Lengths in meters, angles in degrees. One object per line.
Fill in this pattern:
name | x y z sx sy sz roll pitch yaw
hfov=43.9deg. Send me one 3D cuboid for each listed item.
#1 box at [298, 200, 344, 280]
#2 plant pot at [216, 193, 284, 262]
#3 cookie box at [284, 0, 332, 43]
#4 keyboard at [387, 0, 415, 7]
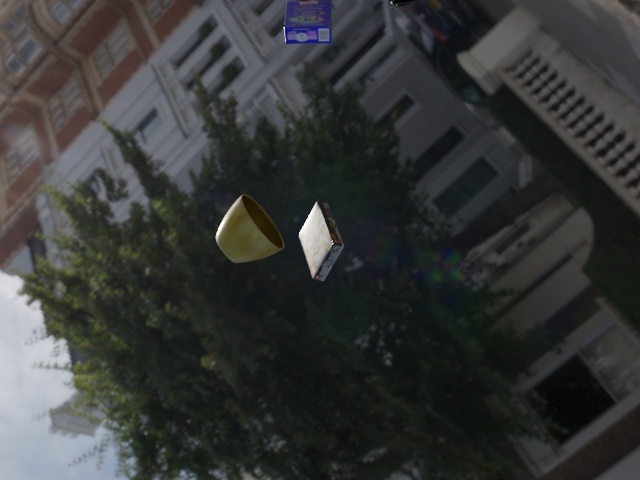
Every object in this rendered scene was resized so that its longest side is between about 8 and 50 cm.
box | 0.000 0.000 1.563 0.027 0.094 0.137 12 -146 -26
plant pot | -0.150 -0.010 1.570 0.134 0.095 0.134 52 -169 -14
cookie box | -0.023 -0.429 1.557 0.107 0.091 0.040 -87 -4 -47
keyboard | 0.205 -0.421 1.165 0.201 0.317 0.033 101 160 -58
